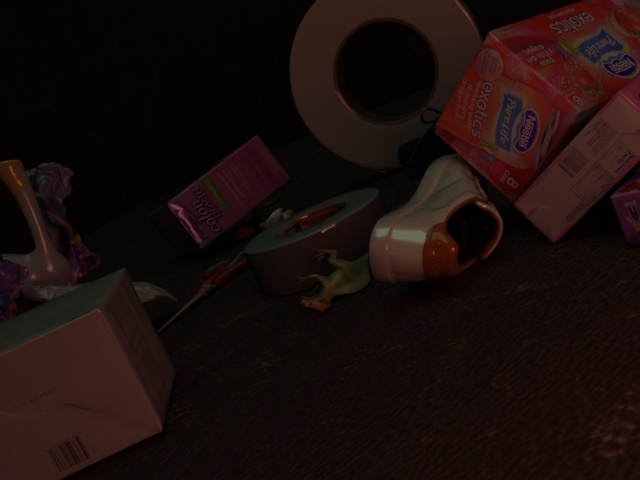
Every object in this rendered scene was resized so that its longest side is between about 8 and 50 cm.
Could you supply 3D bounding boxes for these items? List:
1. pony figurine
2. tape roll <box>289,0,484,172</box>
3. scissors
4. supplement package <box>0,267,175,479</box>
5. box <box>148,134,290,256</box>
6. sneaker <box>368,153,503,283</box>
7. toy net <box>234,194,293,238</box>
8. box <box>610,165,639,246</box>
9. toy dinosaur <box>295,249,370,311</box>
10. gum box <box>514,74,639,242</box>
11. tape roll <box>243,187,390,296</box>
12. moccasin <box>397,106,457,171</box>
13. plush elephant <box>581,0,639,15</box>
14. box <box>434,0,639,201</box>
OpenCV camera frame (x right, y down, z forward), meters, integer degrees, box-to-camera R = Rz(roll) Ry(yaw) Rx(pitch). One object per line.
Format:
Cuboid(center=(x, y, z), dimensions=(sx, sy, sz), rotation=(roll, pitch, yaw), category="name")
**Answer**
Cuboid(center=(-0.449, 0.057, 1.439), dimensions=(0.351, 0.363, 0.303), rotation=(-14, -5, -30), category="pony figurine")
Cuboid(center=(0.132, -0.332, 1.762), dimensions=(0.392, 0.392, 0.072), rotation=(-21, 13, 18), category="tape roll")
Cuboid(center=(-0.176, 0.073, 1.467), dimensions=(0.109, 0.021, 0.297), rotation=(-21, 11, 16), category="scissors")
Cuboid(center=(-0.282, 0.153, 0.987), dimensions=(0.194, 0.149, 0.203), rotation=(-24, 11, 0), category="supplement package")
Cuboid(center=(-0.219, -0.090, 1.894), dimensions=(0.243, 0.117, 0.213), rotation=(-41, 10, -19), category="box")
Cuboid(center=(0.168, -0.024, 1.050), dimensions=(0.123, 0.106, 0.290), rotation=(2, 27, 29), category="sneaker")
Cuboid(center=(-0.110, -0.044, 1.803), dimensions=(0.122, 0.045, 0.232), rotation=(-27, 12, -12), category="toy net")
Cuboid(center=(0.438, -0.083, 0.805), dimensions=(0.293, 0.057, 0.201), rotation=(-13, 16, 44), category="box")
Cuboid(center=(0.031, 0.043, 1.142), dimensions=(0.092, 0.053, 0.183), rotation=(10, 41, 44), category="toy dinosaur")
Cuboid(center=(0.297, -0.093, 0.930), dimensions=(0.107, 0.062, 0.188), rotation=(-35, -13, -44), category="gum box")
Cuboid(center=(0.000, 0.000, 1.305), dimensions=(0.219, 0.072, 0.219), rotation=(-24, 12, 5), category="tape roll")
Cuboid(center=(0.271, -0.208, 1.574), dimensions=(0.342, 0.117, 0.138), rotation=(-13, 16, 44), category="moccasin")
Cuboid(center=(0.500, -0.321, 1.314), dimensions=(0.272, 0.330, 0.255), rotation=(-16, 31, 6), category="plush elephant")
Cuboid(center=(0.302, -0.184, 1.108), dimensions=(0.300, 0.142, 0.154), rotation=(-26, -25, -42), category="box")
